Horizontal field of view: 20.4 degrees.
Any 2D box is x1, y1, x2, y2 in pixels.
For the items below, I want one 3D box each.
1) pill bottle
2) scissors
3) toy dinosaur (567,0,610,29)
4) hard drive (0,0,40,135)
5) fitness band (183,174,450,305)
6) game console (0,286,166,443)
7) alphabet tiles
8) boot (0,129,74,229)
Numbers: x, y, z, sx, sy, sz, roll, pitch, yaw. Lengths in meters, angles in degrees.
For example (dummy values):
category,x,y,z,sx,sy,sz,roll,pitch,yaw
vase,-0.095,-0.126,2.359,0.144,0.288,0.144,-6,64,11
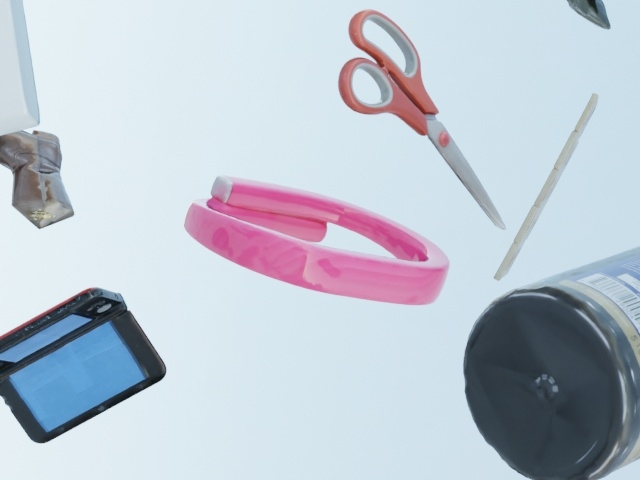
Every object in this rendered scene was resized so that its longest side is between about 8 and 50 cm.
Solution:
category,x,y,z,sx,sy,sz,roll,pitch,yaw
pill bottle,0.199,0.067,1.105,0.123,0.219,0.122,12,-71,41
scissors,0.121,-0.125,1.841,0.021,0.297,0.109,-6,-124,47
toy dinosaur,0.080,-0.240,0.992,0.164,0.218,0.322,-67,-150,20
hard drive,-0.358,-0.140,1.225,0.040,0.308,0.203,61,17,-72
fitness band,0.000,0.000,1.800,0.209,0.291,0.054,32,-72,47
game console,-0.226,0.113,1.563,0.085,0.144,0.124,62,5,10
alphabet tiles,0.227,-0.052,1.773,0.198,0.009,0.237,-62,173,5
boot,-0.272,-0.057,1.556,0.114,0.106,0.037,-105,-155,-46
